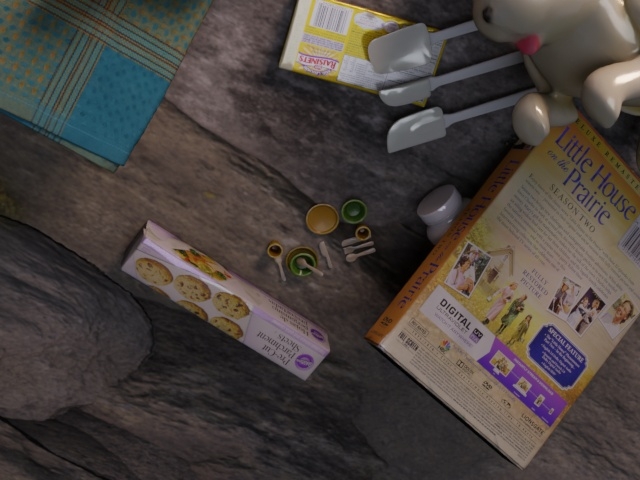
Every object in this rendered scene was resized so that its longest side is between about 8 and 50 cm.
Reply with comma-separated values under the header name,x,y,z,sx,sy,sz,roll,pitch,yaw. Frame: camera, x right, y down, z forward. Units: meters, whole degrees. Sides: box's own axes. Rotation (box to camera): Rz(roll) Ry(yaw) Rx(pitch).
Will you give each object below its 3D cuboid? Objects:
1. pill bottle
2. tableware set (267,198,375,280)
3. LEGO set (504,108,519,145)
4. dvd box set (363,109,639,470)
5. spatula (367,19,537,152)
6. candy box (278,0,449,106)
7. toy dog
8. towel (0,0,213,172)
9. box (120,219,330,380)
name,x,y,z,sx,sy,sz,roll,pitch,yaw
pill bottle,0.206,-0.004,1.351,0.086,0.086,0.152,-37,112,11
tableware set,0.000,0.000,1.367,0.154,0.024,0.104,-17,114,3
LEGO set,0.284,-0.143,1.330,0.054,0.023,0.083,-21,114,4
dvd box set,0.297,0.064,1.318,0.308,0.062,0.420,41,83,-22
spatula,0.189,-0.224,1.266,0.242,0.019,0.168,-18,118,-6
candy box,0.056,-0.253,1.257,0.206,0.027,0.105,14,114,-12
toy dog,0.356,-0.288,1.119,0.408,0.284,0.395,18,90,-20
towel,-0.261,-0.294,1.103,0.271,0.040,0.370,30,85,-34
box,-0.133,0.088,1.372,0.324,0.063,0.067,35,108,-19
